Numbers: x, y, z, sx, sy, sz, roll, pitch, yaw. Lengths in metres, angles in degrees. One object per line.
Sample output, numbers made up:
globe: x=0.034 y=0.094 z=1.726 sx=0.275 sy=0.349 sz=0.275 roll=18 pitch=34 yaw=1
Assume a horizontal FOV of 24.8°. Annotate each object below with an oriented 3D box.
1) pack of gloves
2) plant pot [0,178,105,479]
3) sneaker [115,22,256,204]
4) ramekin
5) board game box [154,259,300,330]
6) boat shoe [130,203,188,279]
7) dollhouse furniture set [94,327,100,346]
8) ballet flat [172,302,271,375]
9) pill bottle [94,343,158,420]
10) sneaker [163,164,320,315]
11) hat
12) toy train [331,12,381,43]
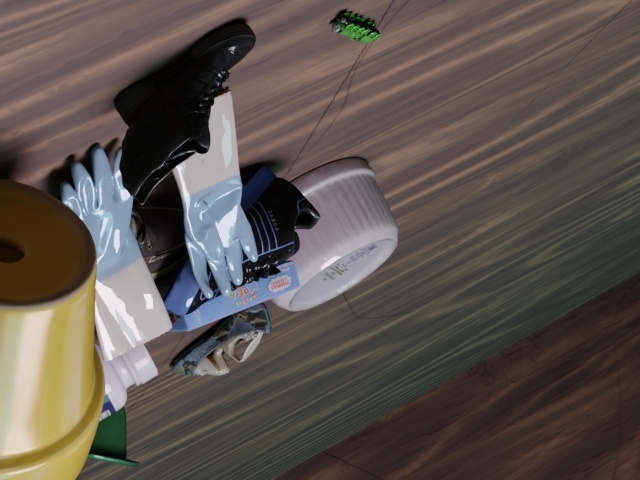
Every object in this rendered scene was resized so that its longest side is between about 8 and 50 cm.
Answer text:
pack of gloves: x=-0.162 y=-0.020 z=1.444 sx=0.195 sy=0.046 sz=0.232 roll=-27 pitch=128 yaw=-26
plant pot: x=-0.303 y=0.086 z=1.296 sx=0.254 sy=0.254 sz=0.239 roll=-18 pitch=145 yaw=-41
sneaker: x=-0.115 y=-0.114 z=1.296 sx=0.170 sy=0.089 sz=0.051 roll=-32 pitch=164 yaw=0
ramekin: x=0.000 y=0.000 z=1.827 sx=0.207 sy=0.109 sz=0.207 roll=-30 pitch=164 yaw=-10
board game box: x=-0.149 y=0.065 z=1.695 sx=0.160 sy=0.039 sz=0.211 roll=-21 pitch=-172 yaw=-36
boat shoe: x=-0.208 y=0.000 z=1.482 sx=0.223 sy=0.080 sz=0.073 roll=-12 pitch=160 yaw=-42
dollhouse furniture set: x=-0.316 y=0.187 z=1.558 sx=0.212 sy=0.161 sz=0.242 roll=-56 pitch=163 yaw=1
ballet flat: x=-0.142 y=0.159 z=2.116 sx=0.188 sy=0.070 sz=0.070 roll=-41 pitch=162 yaw=29
pill bottle: x=-0.299 y=0.173 z=1.769 sx=0.186 sy=0.112 sz=0.112 roll=-30 pitch=164 yaw=-11
sneaker: x=-0.082 y=0.012 z=1.585 sx=0.232 sy=0.090 sz=0.081 roll=-53 pitch=180 yaw=-39
hat: x=-0.313 y=0.210 z=2.019 sx=0.208 sy=0.184 sz=0.173 roll=6 pitch=170 yaw=23
toy train: x=0.035 y=-0.208 z=1.436 sx=0.023 sy=0.017 sz=0.083 roll=-27 pitch=167 yaw=23
